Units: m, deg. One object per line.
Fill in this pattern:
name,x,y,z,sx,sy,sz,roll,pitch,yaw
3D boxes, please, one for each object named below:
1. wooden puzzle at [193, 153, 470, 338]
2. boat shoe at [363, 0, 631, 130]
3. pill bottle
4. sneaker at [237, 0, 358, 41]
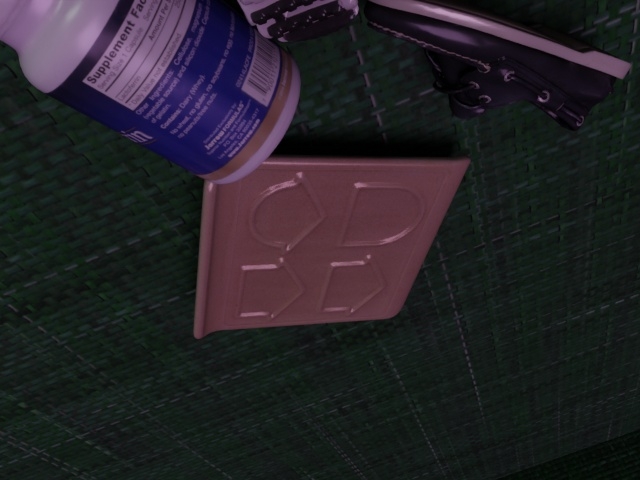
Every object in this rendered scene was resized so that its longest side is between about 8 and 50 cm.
wooden puzzle,0.000,0.000,0.808,0.348,0.080,0.322,-5,138,-20
boat shoe,0.183,-0.183,0.629,0.340,0.127,0.113,1,124,-32
pill bottle,-0.158,-0.170,0.509,0.153,0.153,0.265,-40,133,24
sneaker,-0.056,-0.250,0.413,0.110,0.118,0.292,-10,172,15
